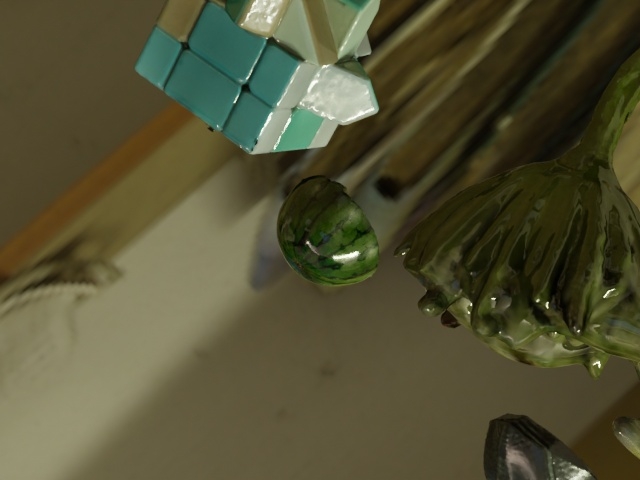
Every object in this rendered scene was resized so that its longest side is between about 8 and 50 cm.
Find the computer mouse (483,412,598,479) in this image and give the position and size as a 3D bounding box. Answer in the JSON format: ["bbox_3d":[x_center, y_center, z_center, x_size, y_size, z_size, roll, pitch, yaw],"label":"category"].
[{"bbox_3d":[0.191,0.220,1.407,0.062,0.192,0.106,-47,-141,-19],"label":"computer mouse"}]

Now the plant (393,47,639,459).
[{"bbox_3d":[0.214,-0.034,1.277,0.333,0.251,0.180,-60,152,-18],"label":"plant"}]

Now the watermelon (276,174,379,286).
[{"bbox_3d":[0.000,0.000,1.451,0.062,0.105,0.105,-39,177,-34],"label":"watermelon"}]

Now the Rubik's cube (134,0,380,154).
[{"bbox_3d":[-0.047,-0.221,1.790,0.213,0.265,0.224,-60,161,19],"label":"Rubik's cube"}]
